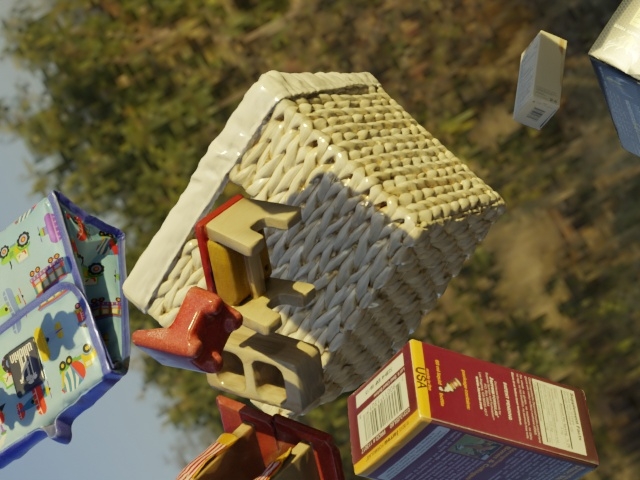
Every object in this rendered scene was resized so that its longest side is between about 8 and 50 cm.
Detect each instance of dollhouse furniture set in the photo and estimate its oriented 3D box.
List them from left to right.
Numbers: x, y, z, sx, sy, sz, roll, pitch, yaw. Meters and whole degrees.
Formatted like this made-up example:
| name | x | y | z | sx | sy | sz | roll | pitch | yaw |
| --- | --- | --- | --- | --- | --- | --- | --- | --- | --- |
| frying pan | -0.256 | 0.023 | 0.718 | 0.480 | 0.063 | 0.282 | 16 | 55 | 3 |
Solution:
| name | x | y | z | sx | sy | sz | roll | pitch | yaw |
| --- | --- | --- | --- | --- | --- | --- | --- | --- | --- |
| dollhouse furniture set | -0.109 | 0.159 | 1.526 | 0.152 | 0.201 | 0.374 | 13 | 126 | 35 |

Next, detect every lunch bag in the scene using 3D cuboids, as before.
| name | x | y | z | sx | sy | sz | roll | pitch | yaw |
| --- | --- | --- | --- | --- | --- | --- | --- | --- | --- |
| lunch bag | -0.334 | 0.128 | 1.949 | 0.138 | 0.221 | 0.293 | 35 | -153 | -45 |

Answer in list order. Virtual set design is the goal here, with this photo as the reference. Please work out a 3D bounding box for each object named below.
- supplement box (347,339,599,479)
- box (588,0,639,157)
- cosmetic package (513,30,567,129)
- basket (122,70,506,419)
| name | x | y | z | sx | sy | sz | roll | pitch | yaw |
| --- | --- | --- | --- | --- | --- | --- | --- | --- | --- |
| supplement box | 0.130 | 0.164 | 1.389 | 0.188 | 0.104 | 0.081 | 18 | -133 | -27 |
| box | 0.326 | -0.183 | 1.451 | 0.059 | 0.183 | 0.233 | 32 | 174 | 25 |
| cosmetic package | 0.286 | -0.208 | 2.103 | 0.060 | 0.041 | 0.115 | 128 | 159 | -55 |
| basket | 0.000 | 0.000 | 1.942 | 0.266 | 0.328 | 0.331 | 41 | -159 | 16 |
